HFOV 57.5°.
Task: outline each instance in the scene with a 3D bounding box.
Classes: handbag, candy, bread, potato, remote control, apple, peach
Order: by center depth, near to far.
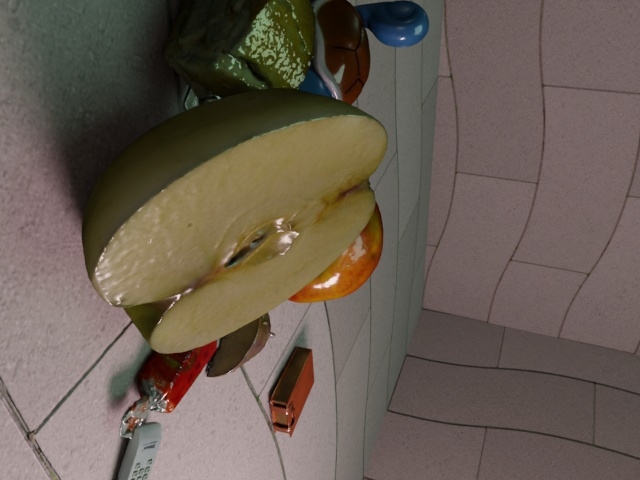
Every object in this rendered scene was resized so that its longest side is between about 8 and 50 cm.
[{"bbox_3d":[-0.090,-0.019,0.719,0.360,0.320,0.311,-33,109,-15],"label":"apple"},{"bbox_3d":[-0.104,-0.297,0.778,0.124,0.186,0.257,46,45,-54],"label":"bread"},{"bbox_3d":[-0.279,0.350,0.860,0.061,0.029,0.162,31,75,-68],"label":"remote control"},{"bbox_3d":[-0.216,0.184,0.902,0.292,0.059,0.086,-58,153,-46],"label":"candy"},{"bbox_3d":[-0.135,0.192,1.098,0.100,0.089,0.172,69,34,-62],"label":"potato"},{"bbox_3d":[0.000,0.000,1.160,0.281,0.238,0.281,-56,-178,3],"label":"peach"},{"bbox_3d":[-0.067,0.375,1.449,0.190,0.063,0.127,-60,154,-51],"label":"handbag"}]

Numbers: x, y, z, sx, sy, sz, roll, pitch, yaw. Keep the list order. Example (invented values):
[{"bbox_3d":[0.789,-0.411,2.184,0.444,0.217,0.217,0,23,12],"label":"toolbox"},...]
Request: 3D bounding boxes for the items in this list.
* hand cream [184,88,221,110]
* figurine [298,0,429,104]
[{"bbox_3d":[-0.143,-0.187,0.944,0.234,0.050,0.080,46,61,-61],"label":"hand cream"},{"bbox_3d":[0.003,-0.329,1.078,0.416,0.243,0.298,-48,158,-24],"label":"figurine"}]
